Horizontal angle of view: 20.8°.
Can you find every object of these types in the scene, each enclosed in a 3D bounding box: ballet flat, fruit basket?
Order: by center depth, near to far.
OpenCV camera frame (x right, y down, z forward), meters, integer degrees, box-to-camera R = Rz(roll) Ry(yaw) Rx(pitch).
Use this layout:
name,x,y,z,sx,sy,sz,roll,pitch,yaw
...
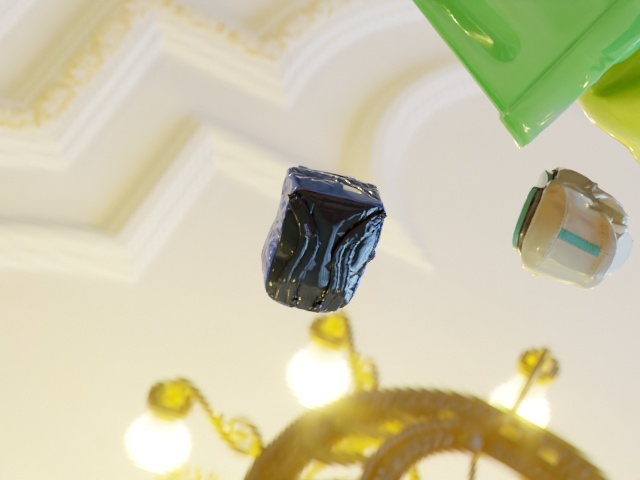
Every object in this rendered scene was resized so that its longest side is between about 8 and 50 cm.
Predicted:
name,x,y,z,sx,sy,sz,roll,pitch,yaw
ballet flat,0.185,-0.005,1.258,0.086,0.086,0.248,27,-170,6
fruit basket,0.290,-0.221,1.541,0.392,0.283,0.392,19,-131,-24

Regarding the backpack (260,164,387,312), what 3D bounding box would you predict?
name,x,y,z,sx,sy,sz,roll,pitch,yaw
backpack,0.000,0.000,1.578,0.098,0.120,0.101,13,-159,-9
